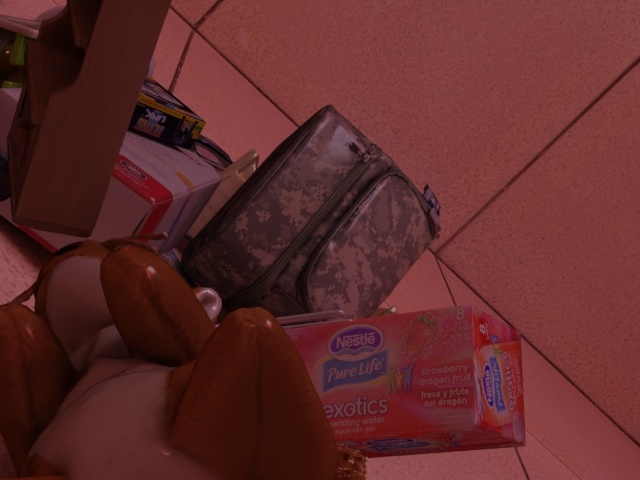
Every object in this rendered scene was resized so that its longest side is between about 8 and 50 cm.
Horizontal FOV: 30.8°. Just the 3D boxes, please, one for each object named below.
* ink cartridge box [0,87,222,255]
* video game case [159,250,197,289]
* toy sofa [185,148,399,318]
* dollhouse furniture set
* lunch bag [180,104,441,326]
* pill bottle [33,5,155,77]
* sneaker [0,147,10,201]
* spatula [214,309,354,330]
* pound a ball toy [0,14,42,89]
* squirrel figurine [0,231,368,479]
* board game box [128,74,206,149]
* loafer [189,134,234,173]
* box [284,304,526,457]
[{"bbox_3d":[-0.274,-0.078,1.429,0.226,0.131,0.306,35,10,4],"label":"ink cartridge box"},{"bbox_3d":[-0.242,0.016,1.580,0.119,0.015,0.166,52,13,31],"label":"video game case"},{"bbox_3d":[-0.065,0.057,1.780,0.362,0.177,0.150,48,-19,12],"label":"toy sofa"},{"bbox_3d":[-0.348,-0.180,0.936,0.394,0.256,0.362,12,29,-24],"label":"dollhouse furniture set"},{"bbox_3d":[0.000,0.000,1.623,0.256,0.305,0.212,44,-27,-9],"label":"lunch bag"},{"bbox_3d":[-0.363,-0.295,1.891,0.152,0.152,0.272,46,12,3],"label":"pill bottle"},{"bbox_3d":[-0.396,-0.067,1.164,0.227,0.087,0.130,29,22,-46],"label":"sneaker"},{"bbox_3d":[-0.056,0.110,1.449,0.168,0.242,0.019,29,55,-62],"label":"spatula"},{"bbox_3d":[-0.386,-0.277,1.610,0.136,0.208,0.319,19,10,8],"label":"pound a ball toy"},{"bbox_3d":[-0.127,0.179,0.969,0.397,0.281,0.370,55,-4,-26],"label":"squirrel figurine"},{"bbox_3d":[-0.252,-0.187,1.496,0.141,0.048,0.170,39,12,37],"label":"board game box"},{"bbox_3d":[-0.154,-0.085,2.105,0.268,0.096,0.084,35,34,-17],"label":"loafer"},{"bbox_3d":[0.076,0.176,1.384,0.154,0.300,0.142,28,57,-54],"label":"box"}]
